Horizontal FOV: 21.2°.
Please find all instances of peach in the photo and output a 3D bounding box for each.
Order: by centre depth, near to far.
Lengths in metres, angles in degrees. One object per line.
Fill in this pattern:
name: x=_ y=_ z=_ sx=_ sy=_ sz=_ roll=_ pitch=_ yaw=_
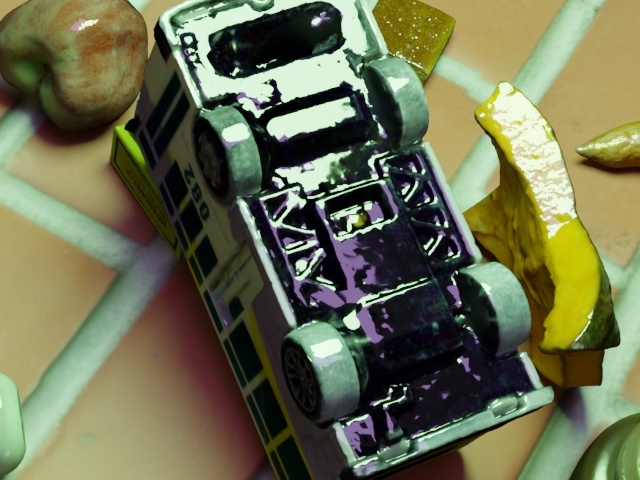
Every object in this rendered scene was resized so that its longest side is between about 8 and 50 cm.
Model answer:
peach: x=-0.243 y=-0.188 z=1.739 sx=0.152 sy=0.152 sz=0.152 roll=6 pitch=55 yaw=-8

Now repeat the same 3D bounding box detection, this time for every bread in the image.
bread: x=0.093 y=-0.224 z=1.886 sx=0.090 sy=0.035 sz=0.094 roll=25 pitch=54 yaw=5

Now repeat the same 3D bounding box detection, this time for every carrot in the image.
carrot: x=0.373 y=-0.104 z=1.847 sx=0.205 sy=0.072 sz=0.072 roll=-7 pitch=57 yaw=-10

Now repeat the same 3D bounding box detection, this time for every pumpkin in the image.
pumpkin: x=0.208 y=0.025 z=1.607 sx=0.095 sy=0.258 sz=0.290 roll=-14 pitch=61 yaw=-4

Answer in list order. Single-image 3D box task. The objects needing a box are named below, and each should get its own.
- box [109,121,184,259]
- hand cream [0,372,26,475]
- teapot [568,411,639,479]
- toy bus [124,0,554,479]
box: x=-0.084 y=-0.087 z=1.736 sx=0.220 sy=0.064 sz=0.141 roll=-23 pitch=63 yaw=-27
hand cream: x=-0.411 y=0.176 z=1.477 sx=0.306 sy=0.093 sz=0.147 roll=-8 pitch=56 yaw=-7
teapot: x=0.324 y=0.225 z=1.541 sx=0.186 sy=0.175 sz=0.267 roll=19 pitch=54 yaw=-1
toy bus: x=0.000 y=0.000 z=1.539 sx=0.209 sy=0.249 sz=0.440 roll=-19 pitch=78 yaw=-23
